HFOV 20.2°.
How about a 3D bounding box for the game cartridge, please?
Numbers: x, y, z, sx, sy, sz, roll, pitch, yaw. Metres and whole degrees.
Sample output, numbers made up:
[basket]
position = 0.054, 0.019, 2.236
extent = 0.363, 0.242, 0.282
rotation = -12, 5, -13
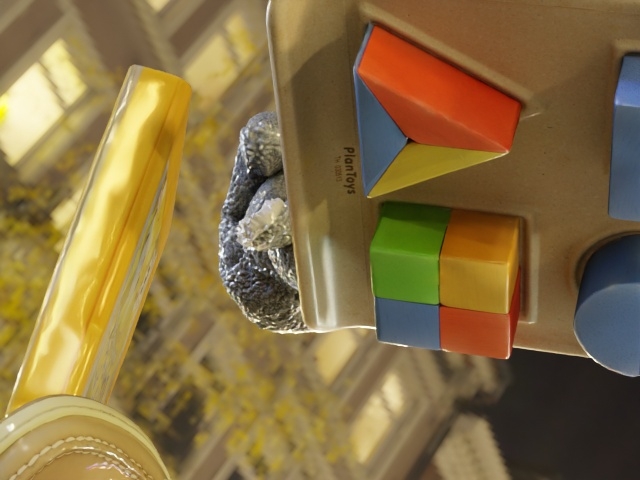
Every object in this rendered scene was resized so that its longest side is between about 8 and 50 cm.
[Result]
[game cartridge]
position = -0.168, 0.076, 1.281
extent = 0.053, 0.323, 0.285
rotation = 16, -22, -2

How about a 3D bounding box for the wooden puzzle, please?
[wooden puzzle]
position = 0.147, -0.024, 1.139
extent = 0.348, 0.080, 0.322
rotation = 4, -45, 10

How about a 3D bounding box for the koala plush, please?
[koala plush]
position = 0.000, 0.000, 1.683
extent = 0.196, 0.203, 0.221
rotation = 22, 0, -12

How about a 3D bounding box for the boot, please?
[boot]
position = -0.051, 0.163, 0.692
extent = 0.165, 0.077, 0.213
rotation = 47, -12, 39
